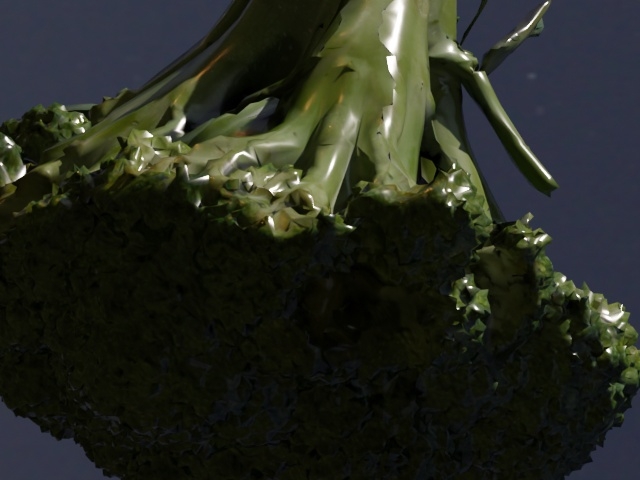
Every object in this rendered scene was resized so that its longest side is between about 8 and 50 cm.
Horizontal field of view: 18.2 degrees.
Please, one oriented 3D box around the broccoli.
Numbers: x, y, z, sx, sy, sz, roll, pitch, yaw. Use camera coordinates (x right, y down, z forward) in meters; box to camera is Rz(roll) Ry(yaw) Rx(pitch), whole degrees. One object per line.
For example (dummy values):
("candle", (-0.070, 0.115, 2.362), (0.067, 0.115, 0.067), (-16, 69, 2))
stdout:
("broccoli", (0.000, 0.000, 0.852), (0.321, 0.303, 0.283), (7, -102, 52))
